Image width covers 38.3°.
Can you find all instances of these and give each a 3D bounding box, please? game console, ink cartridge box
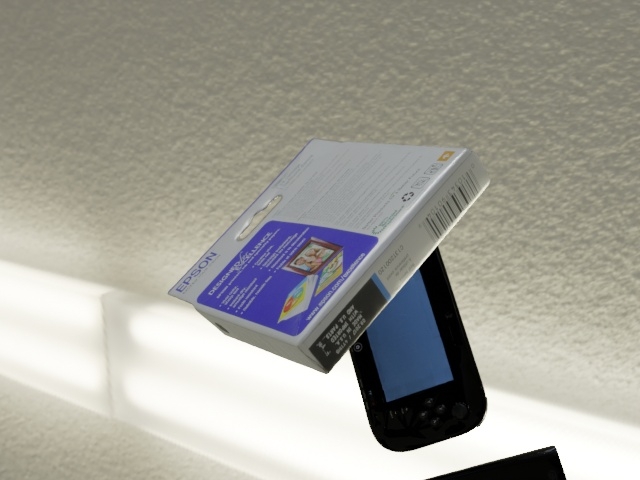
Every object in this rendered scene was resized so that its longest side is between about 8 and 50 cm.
[{"bbox_3d":[0.080,0.158,0.783,0.213,0.044,0.361,-17,-114,5],"label":"game console"},{"bbox_3d":[0.000,0.000,0.745,0.208,0.206,0.045,13,-34,54],"label":"ink cartridge box"}]
